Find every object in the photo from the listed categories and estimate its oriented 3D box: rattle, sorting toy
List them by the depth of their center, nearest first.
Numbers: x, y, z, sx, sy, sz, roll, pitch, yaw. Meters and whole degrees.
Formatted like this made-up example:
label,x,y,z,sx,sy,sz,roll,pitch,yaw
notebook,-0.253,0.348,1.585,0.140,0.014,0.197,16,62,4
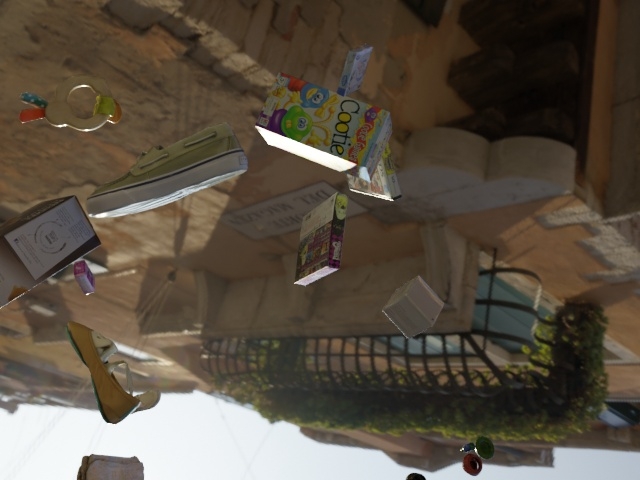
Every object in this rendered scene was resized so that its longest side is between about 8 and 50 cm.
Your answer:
label,x,y,z,sx,sy,sz,roll,pitch,yaw
sorting toy,0.347,0.487,1.465,0.102,0.061,0.042,-38,173,-38
rattle,-0.570,-0.302,1.477,0.200,0.130,0.143,-21,-160,-7

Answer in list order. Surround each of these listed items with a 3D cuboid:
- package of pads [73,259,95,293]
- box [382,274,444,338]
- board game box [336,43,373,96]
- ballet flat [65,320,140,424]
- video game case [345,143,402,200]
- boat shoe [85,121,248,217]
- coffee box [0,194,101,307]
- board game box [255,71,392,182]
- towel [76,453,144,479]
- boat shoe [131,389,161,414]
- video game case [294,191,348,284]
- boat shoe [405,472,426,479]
label,x,y,z,sx,sy,sz,roll,pitch,yaw
package of pads,-0.597,0.093,1.635,0.032,0.083,0.050,-12,-127,-7
box,0.226,0.161,1.571,0.087,0.101,0.102,-39,-175,40
board game box,0.069,-0.342,1.298,0.090,0.020,0.090,-43,156,-55
ballet flat,-0.392,0.227,1.179,0.073,0.080,0.232,-31,-120,-11
video game case,0.129,-0.254,1.912,0.035,0.248,0.275,-24,-160,-20
boat shoe,-0.277,-0.121,1.148,0.302,0.109,0.094,-18,-93,4
coffee box,-0.508,0.029,1.056,0.141,0.098,0.246,-2,-151,44
board game box,0.012,-0.262,1.509,0.275,0.142,0.144,22,-95,11
towel,-0.444,0.606,1.389,0.049,0.187,0.282,-19,-116,19
boat shoe,-0.369,0.327,1.307,0.100,0.035,0.035,-23,-115,22
video game case,0.000,0.000,1.782,0.232,0.042,0.210,148,-46,-61
boat shoe,0.170,0.501,1.205,0.042,0.049,0.133,114,-9,-66
